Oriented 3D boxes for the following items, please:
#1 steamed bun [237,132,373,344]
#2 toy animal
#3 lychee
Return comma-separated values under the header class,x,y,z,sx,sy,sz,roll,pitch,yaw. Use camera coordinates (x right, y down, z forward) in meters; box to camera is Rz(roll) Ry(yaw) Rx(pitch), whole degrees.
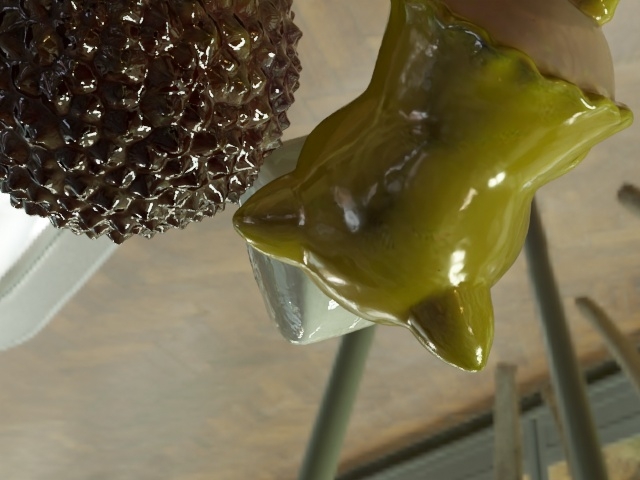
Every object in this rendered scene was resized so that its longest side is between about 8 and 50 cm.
class,x,y,z,sx,sy,sz,roll,pitch,yaw
steamed bun,0.000,0.000,1.339,0.146,0.241,0.164,-18,-166,-22
toy animal,0.074,-0.058,0.601,0.156,0.229,0.156,30,-172,-5
lychee,-0.162,-0.154,0.923,0.306,0.306,0.330,-4,163,8
